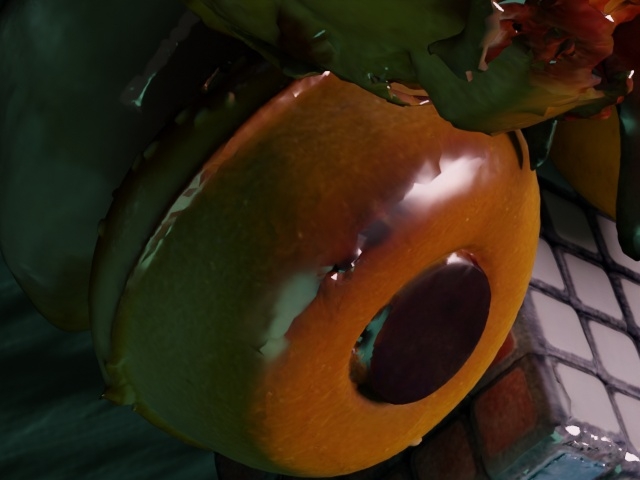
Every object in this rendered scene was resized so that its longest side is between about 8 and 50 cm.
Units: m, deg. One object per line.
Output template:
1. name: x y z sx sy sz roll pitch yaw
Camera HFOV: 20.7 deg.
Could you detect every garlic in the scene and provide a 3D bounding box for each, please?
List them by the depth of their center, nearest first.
1. garlic: -0.101 -0.049 0.881 0.143 0.112 0.318 4 149 -20

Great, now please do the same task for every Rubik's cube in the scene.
1. Rubik's cube: 0.099 0.101 0.973 0.237 0.238 0.237 20 131 -37

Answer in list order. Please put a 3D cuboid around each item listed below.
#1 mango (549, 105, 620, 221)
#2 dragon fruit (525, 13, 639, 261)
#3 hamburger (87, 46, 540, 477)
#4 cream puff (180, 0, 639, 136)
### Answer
1. mango: 0.276 -0.078 0.860 0.350 0.199 0.201 -10 115 22
2. dragon fruit: 0.167 -0.130 0.738 0.192 0.193 0.274 -2 119 -7
3. hamburger: -0.003 0.002 0.769 0.237 0.147 0.236 -32 143 -29
4. cream puff: 0.014 -0.213 0.566 0.228 0.350 0.350 -47 143 -18
